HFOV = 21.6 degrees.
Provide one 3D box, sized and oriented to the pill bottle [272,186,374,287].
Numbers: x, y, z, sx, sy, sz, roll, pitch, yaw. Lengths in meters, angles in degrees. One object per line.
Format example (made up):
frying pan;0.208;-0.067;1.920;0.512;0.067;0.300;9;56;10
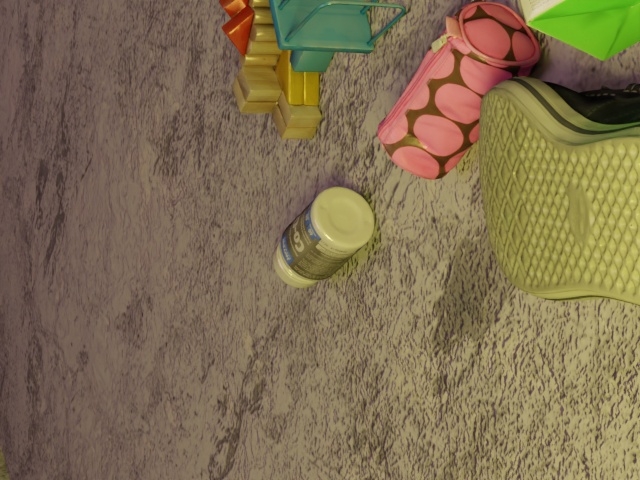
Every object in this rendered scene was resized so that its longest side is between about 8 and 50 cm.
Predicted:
pill bottle;0.000;0.000;1.927;0.137;0.078;0.078;-45;53;55

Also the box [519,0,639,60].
box;0.253;-0.302;1.244;0.262;0.127;0.231;-29;63;30

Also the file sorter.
file sorter;0.012;-0.304;1.837;0.104;0.118;0.170;-37;60;55

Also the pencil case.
pencil case;0.127;-0.145;1.645;0.209;0.098;0.095;-58;43;49

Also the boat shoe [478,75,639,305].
boat shoe;0.252;-0.041;1.362;0.500;0.156;0.186;-157;62;-73

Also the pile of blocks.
pile of blocks;-0.055;-0.300;1.973;0.149;0.113;0.362;-1;92;63
